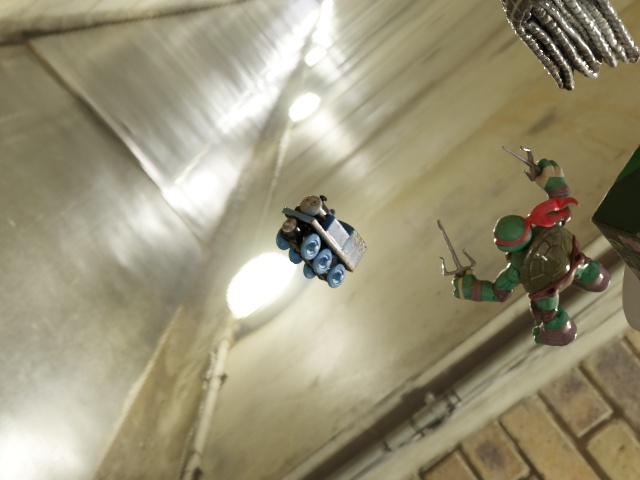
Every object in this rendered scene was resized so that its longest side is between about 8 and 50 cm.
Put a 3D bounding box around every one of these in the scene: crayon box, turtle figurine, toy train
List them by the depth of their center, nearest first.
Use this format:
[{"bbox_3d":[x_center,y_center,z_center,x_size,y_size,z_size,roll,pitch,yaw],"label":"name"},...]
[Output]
[{"bbox_3d":[0.222,0.017,0.995,0.234,0.175,0.118,42,8,-40],"label":"turtle figurine"},{"bbox_3d":[0.496,-0.094,1.201,0.202,0.318,0.081,41,-8,-40],"label":"crayon box"},{"bbox_3d":[0.000,0.000,1.508,0.080,0.105,0.184,19,-20,37],"label":"toy train"}]

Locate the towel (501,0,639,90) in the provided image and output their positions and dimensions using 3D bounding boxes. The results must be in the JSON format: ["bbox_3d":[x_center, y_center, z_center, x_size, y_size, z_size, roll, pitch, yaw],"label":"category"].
[{"bbox_3d":[0.304,-0.355,1.299,0.284,0.121,0.235,25,37,-54],"label":"towel"}]

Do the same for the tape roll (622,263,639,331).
[{"bbox_3d":[0.733,0.014,1.884,0.072,0.392,0.392,23,-13,39],"label":"tape roll"}]
